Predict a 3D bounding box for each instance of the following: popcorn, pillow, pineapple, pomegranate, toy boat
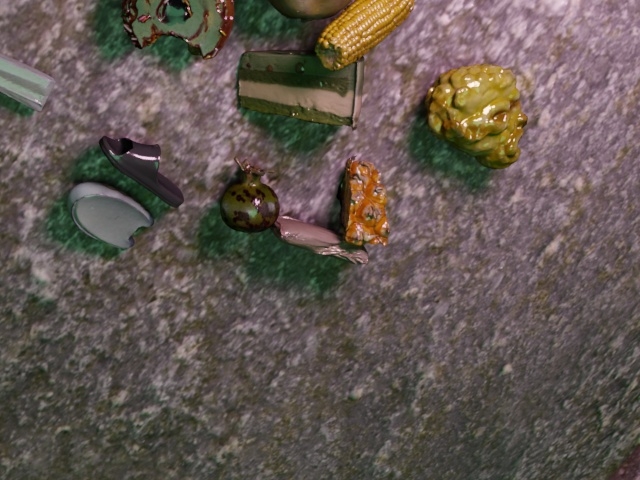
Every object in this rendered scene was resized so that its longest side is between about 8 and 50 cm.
[{"bbox_3d":[0.389,-0.315,1.735,0.286,0.174,0.225,25,101,-27],"label":"popcorn"},{"bbox_3d":[0.000,0.000,1.792,0.270,0.173,0.067,17,99,-23],"label":"pillow"},{"bbox_3d":[0.102,-0.086,1.789,0.114,0.236,0.186,5,155,-13],"label":"pineapple"},{"bbox_3d":[-0.162,-0.099,1.716,0.148,0.148,0.169,18,99,-24],"label":"pomegranate"},{"bbox_3d":[-0.495,-0.067,1.682,0.134,0.079,0.208,-43,131,18],"label":"toy boat"}]

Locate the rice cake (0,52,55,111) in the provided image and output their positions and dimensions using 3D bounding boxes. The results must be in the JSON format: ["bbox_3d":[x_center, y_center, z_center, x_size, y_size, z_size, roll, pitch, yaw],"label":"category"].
[{"bbox_3d":[-0.669,-0.349,1.487,0.222,0.042,0.080,25,113,-27],"label":"rice cake"}]

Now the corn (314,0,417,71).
[{"bbox_3d":[0.102,-0.468,1.533,0.318,0.115,0.115,-48,129,-35],"label":"corn"}]

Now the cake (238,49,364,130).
[{"bbox_3d":[-0.031,-0.359,1.660,0.284,0.172,0.158,11,111,15],"label":"cake"}]

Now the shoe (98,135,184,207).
[{"bbox_3d":[-0.385,-0.175,1.628,0.093,0.108,0.241,-43,127,8],"label":"shoe"}]

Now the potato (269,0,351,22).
[{"bbox_3d":[-0.014,-0.603,1.429,0.243,0.221,0.326,-12,123,4],"label":"potato"}]

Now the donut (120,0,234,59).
[{"bbox_3d":[-0.295,-0.486,1.489,0.230,0.096,0.216,-4,116,-14],"label":"donut"}]
